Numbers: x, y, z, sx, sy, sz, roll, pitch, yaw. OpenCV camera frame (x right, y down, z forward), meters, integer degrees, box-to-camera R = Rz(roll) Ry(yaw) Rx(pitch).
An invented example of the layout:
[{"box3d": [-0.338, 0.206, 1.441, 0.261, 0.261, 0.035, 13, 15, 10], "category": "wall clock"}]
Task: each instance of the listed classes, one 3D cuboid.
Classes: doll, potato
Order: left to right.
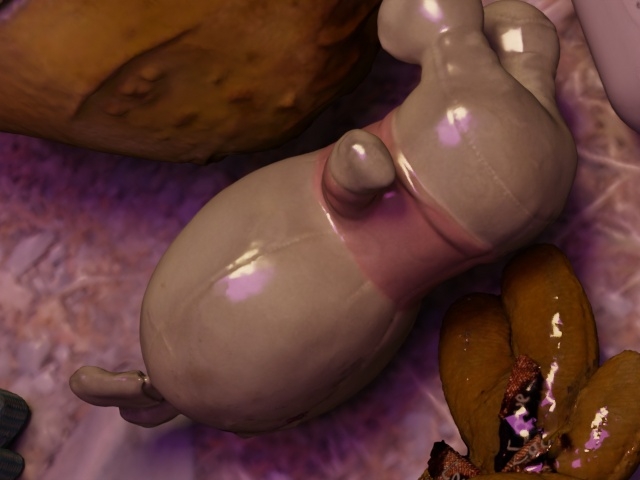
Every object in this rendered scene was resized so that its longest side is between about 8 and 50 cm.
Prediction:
[{"box3d": [-0.085, -0.144, 0.819, 0.299, 0.196, 0.246, 13, 72, 53], "category": "potato"}, {"box3d": [0.010, 0.006, 0.736, 0.275, 0.155, 0.113, -46, 62, 11], "category": "doll"}, {"box3d": [0.081, 0.096, 0.703, 0.137, 0.097, 0.210, -33, 47, 28], "category": "doll"}]

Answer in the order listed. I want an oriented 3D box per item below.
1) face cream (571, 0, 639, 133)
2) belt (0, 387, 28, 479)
[{"box3d": [0.169, -0.217, 0.795, 0.163, 0.080, 0.337, -22, 66, 13], "category": "face cream"}, {"box3d": [-0.226, 0.137, 0.839, 0.100, 0.065, 0.179, 38, 87, 18], "category": "belt"}]
